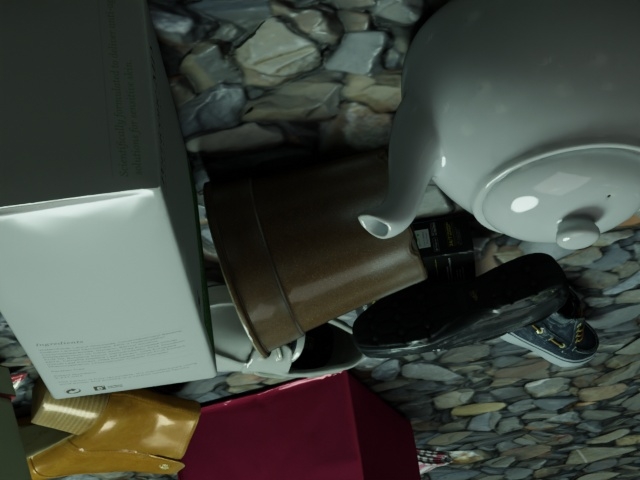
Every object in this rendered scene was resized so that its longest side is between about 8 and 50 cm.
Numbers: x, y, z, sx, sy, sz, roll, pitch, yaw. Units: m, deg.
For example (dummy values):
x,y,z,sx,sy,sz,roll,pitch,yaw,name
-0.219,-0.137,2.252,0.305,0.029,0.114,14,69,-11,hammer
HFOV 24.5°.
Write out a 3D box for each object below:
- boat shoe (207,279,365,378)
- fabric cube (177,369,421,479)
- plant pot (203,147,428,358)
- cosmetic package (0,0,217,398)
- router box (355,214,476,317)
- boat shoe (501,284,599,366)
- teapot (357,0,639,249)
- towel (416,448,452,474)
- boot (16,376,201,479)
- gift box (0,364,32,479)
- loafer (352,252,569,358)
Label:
x,y,z,sx,sy,sz,roll,pitch,yaw,name
-0.055,0.101,1.543,0.088,0.096,0.267,1,167,40,boat shoe
-0.021,0.344,1.910,0.259,0.254,0.258,-16,154,17,fabric cube
0.000,0.000,1.317,0.165,0.167,0.167,-19,154,4,plant pot
-0.180,-0.030,1.140,0.155,0.197,0.365,-7,156,-2,cosmetic package
0.096,0.038,1.541,0.133,0.046,0.179,-9,155,4,router box
0.282,0.097,1.698,0.183,0.065,0.083,18,146,-41,boat shoe
0.192,-0.082,1.151,0.256,0.187,0.252,-26,150,32,teapot
0.081,0.343,2.203,0.197,0.029,0.144,13,148,-38,towel
-0.285,0.266,1.820,0.211,0.104,0.295,17,138,-24,boot
-0.448,0.244,1.584,0.276,0.258,0.255,-44,139,22,gift box
0.143,0.077,1.490,0.223,0.076,0.078,-18,145,10,loafer
